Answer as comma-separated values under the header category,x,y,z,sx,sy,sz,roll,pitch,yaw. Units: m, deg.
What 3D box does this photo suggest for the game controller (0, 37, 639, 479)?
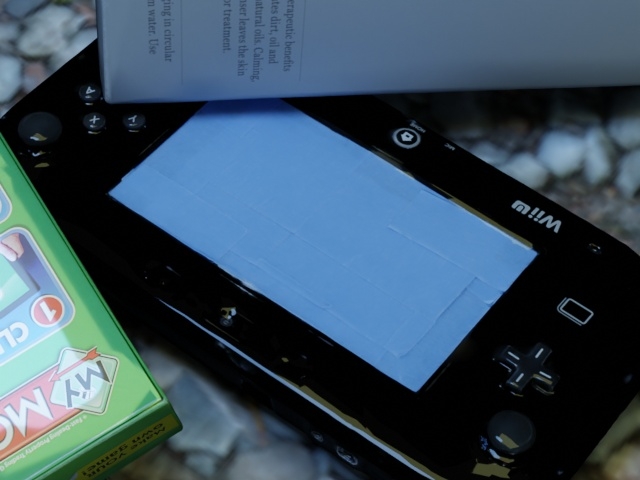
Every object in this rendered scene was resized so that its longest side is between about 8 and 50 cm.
category,x,y,z,sx,sy,sz,roll,pitch,yaw
game controller,0.000,0.000,0.833,0.319,0.067,0.166,32,65,19

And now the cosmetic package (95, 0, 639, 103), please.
category,x,y,z,sx,sy,sz,roll,pitch,yaw
cosmetic package,0.075,-0.183,0.840,0.365,0.197,0.155,-2,47,-8

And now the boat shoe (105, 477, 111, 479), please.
category,x,y,z,sx,sy,sz,roll,pitch,yaw
boat shoe,-0.192,0.034,0.780,0.132,0.130,0.355,-36,64,-19

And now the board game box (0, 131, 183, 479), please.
category,x,y,z,sx,sy,sz,roll,pitch,yaw
board game box,-0.241,0.064,0.672,0.317,0.046,0.213,-31,71,-7
